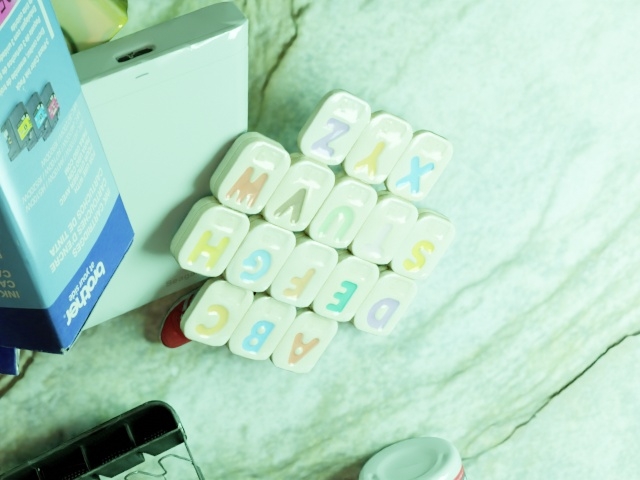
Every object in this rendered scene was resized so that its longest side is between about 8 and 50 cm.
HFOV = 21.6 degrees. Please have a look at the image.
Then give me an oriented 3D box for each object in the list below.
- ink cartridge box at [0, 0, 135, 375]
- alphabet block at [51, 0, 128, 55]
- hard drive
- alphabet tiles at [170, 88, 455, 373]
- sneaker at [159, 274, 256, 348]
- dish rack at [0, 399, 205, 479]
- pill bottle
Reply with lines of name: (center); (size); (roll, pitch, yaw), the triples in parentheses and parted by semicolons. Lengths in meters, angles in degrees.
ink cartridge box: (-0.316, -0.065, 1.293); (0.270, 0.151, 0.395); (5, 135, 22)
alphabet block: (-0.298, -0.210, 1.434); (0.192, 0.193, 0.197); (-42, 109, 10)
hard drive: (-0.159, -0.056, 1.476); (0.203, 0.040, 0.307); (-23, 144, -21)
alphabet tiles: (0.000, 0.000, 1.573); (0.284, 0.021, 0.278); (22, 109, -40)
sneaker: (-0.109, 0.071, 1.624); (0.118, 0.067, 0.042); (-41, 109, 8)
dish rack: (-0.181, 0.318, 1.632); (0.208, 0.074, 0.271); (-27, 69, 4)
pill bottle: (0.114, 0.303, 1.712); (0.108, 0.108, 0.180); (-19, 110, 0)
